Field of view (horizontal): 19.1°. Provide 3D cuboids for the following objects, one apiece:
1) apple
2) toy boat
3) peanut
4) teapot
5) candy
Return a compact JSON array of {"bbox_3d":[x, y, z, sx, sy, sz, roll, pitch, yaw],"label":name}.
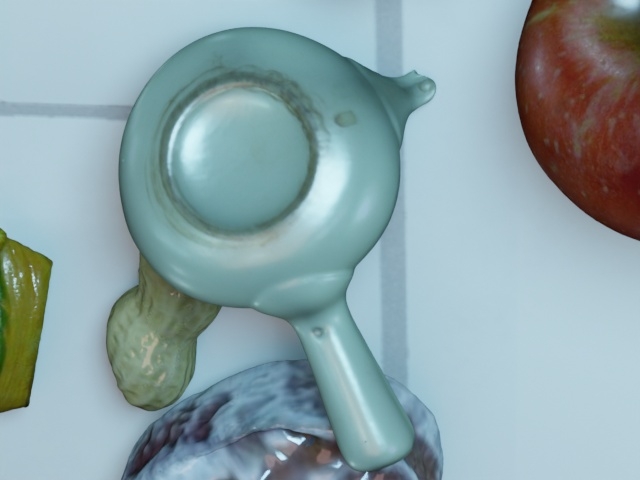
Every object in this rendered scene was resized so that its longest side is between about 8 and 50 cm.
[{"bbox_3d":[0.265,-0.116,1.265,0.260,0.216,0.260,-10,71,30],"label":"apple"},{"bbox_3d":[-0.273,0.080,1.547,0.088,0.089,0.229,9,121,-9],"label":"toy boat"},{"bbox_3d":[-0.122,0.051,1.512,0.082,0.082,0.187,22,117,0],"label":"peanut"},{"bbox_3d":[-0.037,0.006,1.393,0.220,0.149,0.318,3,86,12],"label":"teapot"},{"bbox_3d":[-0.040,0.218,1.532,0.289,0.157,0.214,-28,114,23],"label":"candy"}]
